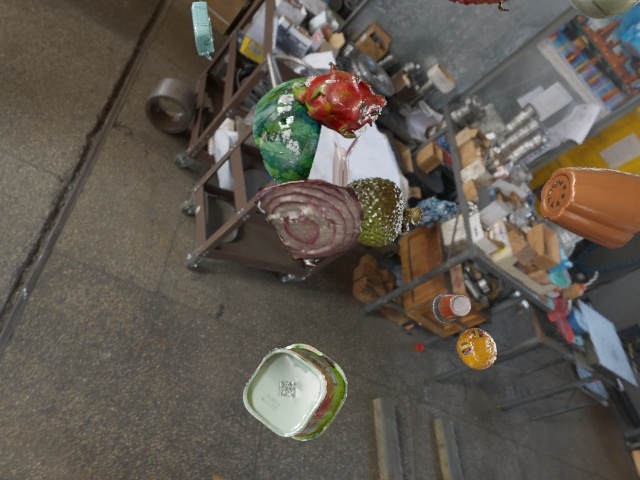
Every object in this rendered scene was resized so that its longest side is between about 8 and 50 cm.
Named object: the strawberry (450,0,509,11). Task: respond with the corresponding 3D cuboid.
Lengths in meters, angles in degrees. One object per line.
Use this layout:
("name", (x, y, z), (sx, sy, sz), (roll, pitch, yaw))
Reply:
("strawberry", (0.477, -0.824, 1.437), (0.343, 0.292, 0.292), (25, 44, -16))

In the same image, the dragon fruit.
("dragon fruit", (0.051, -0.406, 1.378), (0.200, 0.198, 0.269), (-2, 23, -26))

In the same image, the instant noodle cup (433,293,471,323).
("instant noodle cup", (0.534, 0.267, 1.917), (0.127, 0.136, 0.127), (2, 76, -10))

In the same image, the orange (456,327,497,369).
("orange", (0.676, 0.471, 2.075), (0.177, 0.155, 0.178), (26, 40, -24))

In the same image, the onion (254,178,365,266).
("onion", (-0.010, -0.081, 1.377), (0.146, 0.280, 0.314), (-86, 159, -47))

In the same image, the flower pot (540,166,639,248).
("flower pot", (0.630, -0.088, 1.124), (0.173, 0.191, 0.191), (12, 48, -8))

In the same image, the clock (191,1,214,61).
("clock", (-0.306, -0.539, 1.257), (0.045, 0.147, 0.108), (-6, 77, -8))

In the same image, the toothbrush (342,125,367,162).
("toothbrush", (0.110, -0.318, 1.553), (0.286, 0.025, 0.020), (-62, 153, -53))

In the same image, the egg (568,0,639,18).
("egg", (0.487, -0.479, 0.793), (0.183, 0.183, 0.217), (21, 80, -36))

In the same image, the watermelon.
("watermelon", (-0.119, -0.350, 1.559), (0.222, 0.319, 0.292), (14, 44, -7))

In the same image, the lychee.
("lychee", (0.208, -0.104, 1.807), (0.320, 0.270, 0.270), (34, 37, 5))

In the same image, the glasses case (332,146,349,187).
("glasses case", (0.094, -0.289, 2.219), (0.075, 0.297, 0.113), (-6, 37, -6))

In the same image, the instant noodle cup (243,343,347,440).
("instant noodle cup", (-0.075, 0.441, 1.400), (0.308, 0.293, 0.294), (68, 0, -72))
